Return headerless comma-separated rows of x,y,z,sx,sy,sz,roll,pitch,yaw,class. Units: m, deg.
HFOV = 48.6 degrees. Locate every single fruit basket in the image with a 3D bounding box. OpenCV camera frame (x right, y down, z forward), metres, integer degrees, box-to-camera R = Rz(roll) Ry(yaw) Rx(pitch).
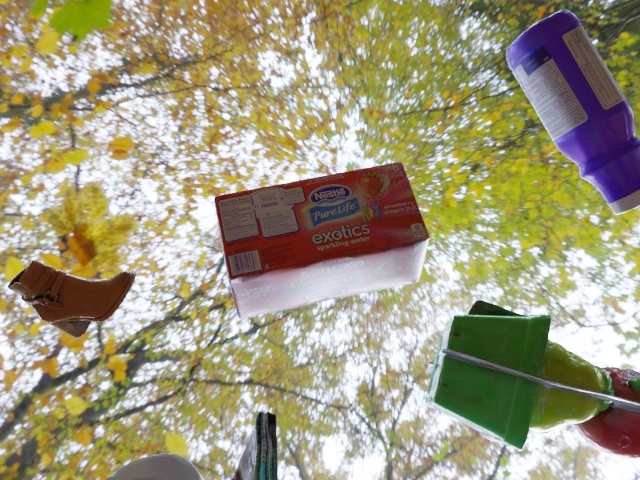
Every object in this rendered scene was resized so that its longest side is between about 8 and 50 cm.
0.313,0.182,0.877,0.353,0.327,0.165,8,-102,8,fruit basket

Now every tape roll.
-0.272,0.447,1.113,0.219,0.219,0.072,-20,-55,4,tape roll

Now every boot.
-0.421,0.077,1.198,0.197,0.073,0.152,-36,-65,21,boot

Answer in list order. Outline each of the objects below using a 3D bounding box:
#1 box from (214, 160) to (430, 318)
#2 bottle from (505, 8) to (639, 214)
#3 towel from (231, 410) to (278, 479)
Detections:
0.000,0.000,0.935,0.257,0.122,0.128,-12,-120,-7,box
0.366,-0.172,0.980,0.092,0.118,0.282,-29,-93,-11,bottle
-0.103,0.422,0.838,0.040,0.370,0.271,16,-61,-13,towel
